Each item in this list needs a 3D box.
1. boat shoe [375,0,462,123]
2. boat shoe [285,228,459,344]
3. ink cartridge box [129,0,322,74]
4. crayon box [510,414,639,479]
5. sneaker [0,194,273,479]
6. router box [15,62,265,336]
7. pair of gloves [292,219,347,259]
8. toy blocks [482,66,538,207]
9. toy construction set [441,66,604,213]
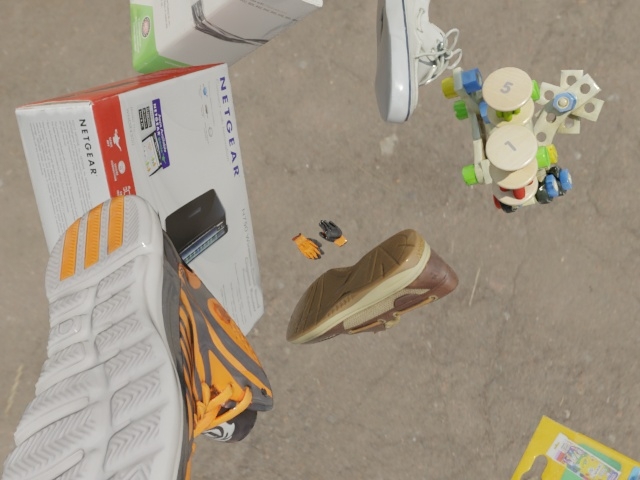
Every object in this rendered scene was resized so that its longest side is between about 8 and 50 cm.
[{"bbox_3d":[0.184,-0.348,1.332,0.157,0.135,0.367,6,50,-4],"label":"boat shoe"},{"bbox_3d":[0.073,0.102,1.151,0.342,0.123,0.123,-36,27,43],"label":"boat shoe"},{"bbox_3d":[-0.134,-0.351,0.975,0.273,0.115,0.198,-18,72,43],"label":"ink cartridge box"},{"bbox_3d":[0.432,0.423,1.067,0.323,0.083,0.203,25,75,27],"label":"crayon box"},{"bbox_3d":[-0.097,0.122,0.496,0.125,0.180,0.321,-24,42,16],"label":"sneaker"},{"bbox_3d":[-0.171,-0.011,0.814,0.082,0.335,0.301,-1,20,17],"label":"router box"},{"bbox_3d":[0.000,0.000,1.320,0.083,0.074,0.010,-33,38,15],"label":"pair of gloves"},{"bbox_3d":[0.218,-0.107,0.838,0.054,0.148,0.123,-4,71,16],"label":"toy blocks"},{"bbox_3d":[0.307,-0.159,1.107,0.151,0.328,0.215,-13,93,45],"label":"toy construction set"}]
